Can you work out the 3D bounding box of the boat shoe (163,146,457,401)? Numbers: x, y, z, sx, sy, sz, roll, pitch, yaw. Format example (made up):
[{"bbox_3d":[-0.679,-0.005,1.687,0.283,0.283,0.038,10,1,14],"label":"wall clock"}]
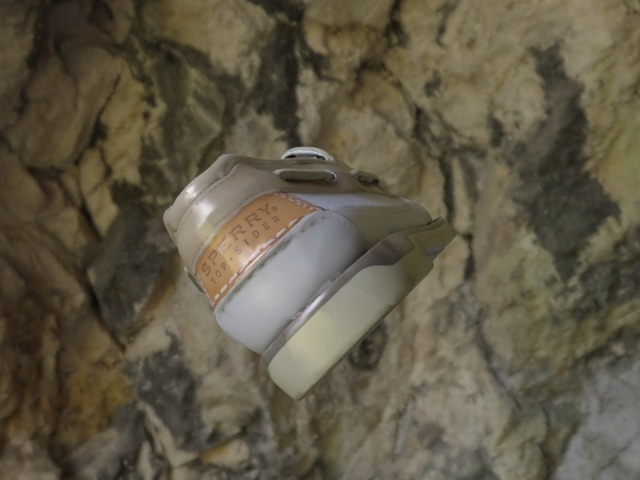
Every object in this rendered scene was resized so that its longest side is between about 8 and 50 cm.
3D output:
[{"bbox_3d":[0.000,0.000,0.584,0.113,0.103,0.302,-45,-4,4],"label":"boat shoe"}]
